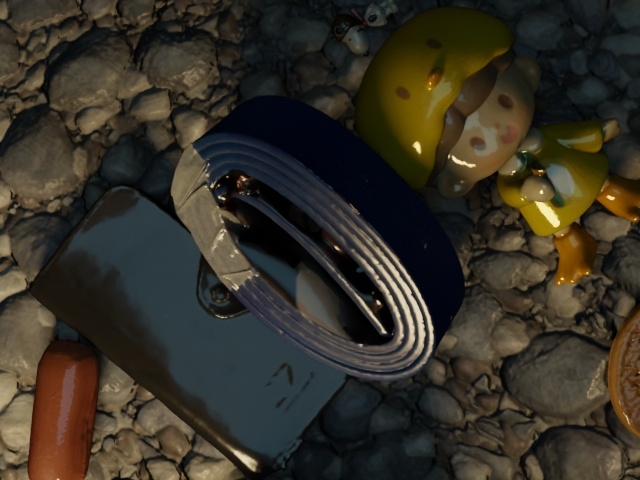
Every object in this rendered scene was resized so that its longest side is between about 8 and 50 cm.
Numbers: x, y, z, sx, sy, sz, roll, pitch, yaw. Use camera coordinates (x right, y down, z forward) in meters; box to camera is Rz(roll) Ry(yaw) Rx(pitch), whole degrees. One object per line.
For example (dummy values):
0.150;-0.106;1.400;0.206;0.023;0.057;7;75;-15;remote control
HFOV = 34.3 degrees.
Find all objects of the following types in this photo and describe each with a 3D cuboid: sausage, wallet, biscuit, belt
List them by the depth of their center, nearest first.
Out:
0.000;0.000;1.150;0.347;0.117;0.212;43;130;-3;belt
-0.150;0.108;1.239;0.377;0.051;0.197;40;95;0;wallet
-0.308;0.215;1.241;0.077;0.077;0.194;6;93;0;sausage
0.470;0.192;1.249;0.202;0.044;0.289;-37;93;3;biscuit

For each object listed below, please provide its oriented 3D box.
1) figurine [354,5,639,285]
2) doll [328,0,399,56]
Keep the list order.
0.199;-0.108;1.173;0.343;0.187;0.215;39;83;-7;figurine
0.051;-0.261;1.232;0.058;0.040;0.085;34;97;-14;doll
